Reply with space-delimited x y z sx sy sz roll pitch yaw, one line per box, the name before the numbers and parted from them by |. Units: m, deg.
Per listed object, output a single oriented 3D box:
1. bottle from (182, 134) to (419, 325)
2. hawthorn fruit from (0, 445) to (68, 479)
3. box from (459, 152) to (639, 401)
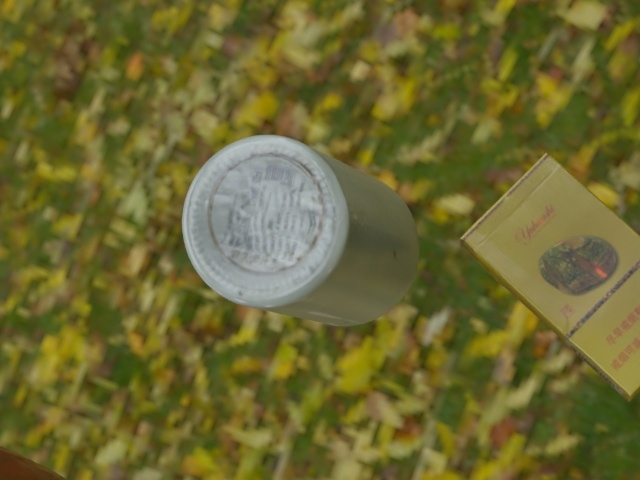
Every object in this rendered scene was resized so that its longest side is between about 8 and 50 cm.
bottle | 0.000 0.000 1.218 0.104 0.245 0.104 -2 83 16
hawthorn fruit | -0.305 0.302 1.248 0.403 0.403 0.402 -34 44 40
box | 0.176 0.023 1.275 0.087 0.023 0.155 -45 75 -4
